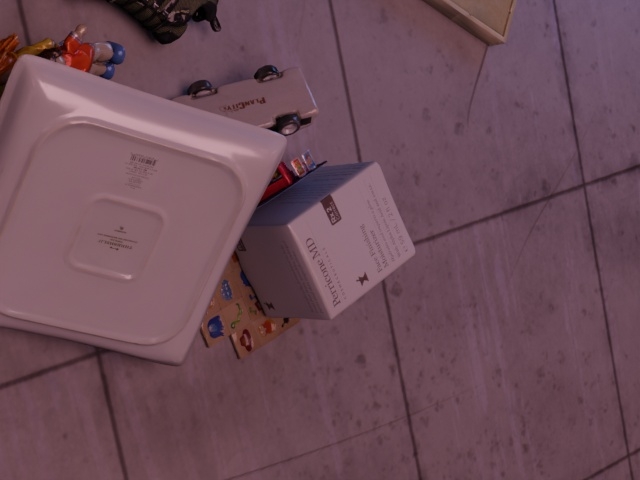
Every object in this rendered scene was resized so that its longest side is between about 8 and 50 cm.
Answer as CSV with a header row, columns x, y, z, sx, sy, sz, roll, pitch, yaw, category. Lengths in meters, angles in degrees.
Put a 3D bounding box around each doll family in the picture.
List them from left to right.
x,y,z,sx,sy,sz,roll,pitch,yaw,category
-0.352,-0.150,1.568,0.163,0.118,0.263,-22,138,-61,doll family

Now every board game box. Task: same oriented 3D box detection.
x,y,z,sx,sy,sz,roll,pitch,yaw,category
-0.071,-0.075,1.800,0.168,0.133,0.033,-35,97,-34,board game box

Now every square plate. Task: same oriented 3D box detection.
x,y,z,sx,sy,sz,roll,pitch,yaw,category
-0.248,-0.013,1.572,0.347,0.049,0.344,15,113,-29,square plate

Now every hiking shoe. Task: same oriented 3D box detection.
x,y,z,sx,sy,sz,roll,pitch,yaw,category
-0.215,-0.311,1.718,0.227,0.086,0.114,-12,94,-40,hiking shoe

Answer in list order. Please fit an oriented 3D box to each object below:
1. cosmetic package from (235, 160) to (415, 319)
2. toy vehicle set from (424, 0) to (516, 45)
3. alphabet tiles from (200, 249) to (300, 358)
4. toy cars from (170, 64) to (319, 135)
x,y,z,sx,sy,sz,roll,pitch,yaw,category
0.000,0.000,1.839,0.183,0.151,0.151,-37,111,-34,cosmetic package
0.215,-0.442,2.106,0.267,0.035,0.166,27,73,-36,toy vehicle set
-0.110,0.034,1.852,0.198,0.009,0.237,-31,109,-36,alphabet tiles
-0.154,-0.085,1.751,0.176,0.087,0.394,28,63,11,toy cars
